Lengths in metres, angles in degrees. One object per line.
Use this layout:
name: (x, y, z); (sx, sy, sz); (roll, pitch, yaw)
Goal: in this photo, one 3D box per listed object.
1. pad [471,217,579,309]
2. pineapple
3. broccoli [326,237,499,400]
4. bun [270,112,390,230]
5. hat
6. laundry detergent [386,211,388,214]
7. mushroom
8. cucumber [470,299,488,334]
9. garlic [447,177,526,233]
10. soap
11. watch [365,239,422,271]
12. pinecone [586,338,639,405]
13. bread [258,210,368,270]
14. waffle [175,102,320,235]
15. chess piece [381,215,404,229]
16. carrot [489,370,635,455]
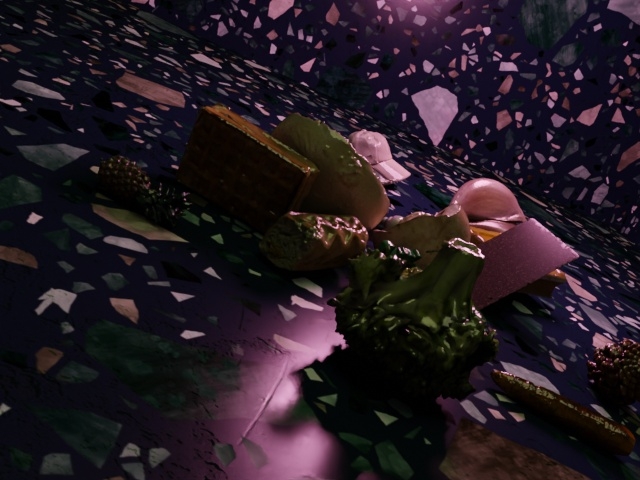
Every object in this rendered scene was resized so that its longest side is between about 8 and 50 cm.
pad: (0.509, 0.061, 1.926); (0.220, 0.330, 0.004); (56, -11, 51)
pineapple: (-0.375, -0.110, 1.469); (0.221, 0.083, 0.103); (33, 21, 9)
broccoli: (0.209, 0.133, 1.303); (0.293, 0.280, 0.348); (36, 22, 27)
bun: (-0.005, -0.143, 1.786); (0.364, 0.202, 0.364); (40, -8, 7)
hat: (0.211, -0.305, 2.594); (0.275, 0.161, 0.232); (32, 24, 5)
laundry detergent: (0.088, -0.130, 2.110); (0.237, 0.076, 0.171); (9, 26, -41)
mushroom: (0.262, 0.020, 1.795); (0.254, 0.188, 0.195); (-13, 3, -10)
cucumber: (0.364, 0.181, 1.713); (0.056, 0.056, 0.250); (21, 18, -14)
garlic: (0.611, -0.076, 2.413); (0.340, 0.231, 0.246); (25, 16, 12)
soap: (0.561, 0.067, 2.116); (0.281, 0.143, 0.259); (13, 21, -34)
watch: (0.176, 0.100, 1.624); (0.165, 0.131, 0.152); (14, 41, -43)
pinecone: (0.729, 0.319, 1.701); (0.174, 0.173, 0.173); (23, 20, -9)
bread: (0.000, 0.000, 1.583); (0.152, 0.129, 0.268); (1, 2, 36)
waffle: (-0.175, -0.160, 1.653); (0.308, 0.212, 0.091); (33, 29, 11)
chess piece: (0.268, -0.014, 2.008); (0.139, 0.139, 0.272); (8, 17, -42)
carrot: (0.494, 0.353, 1.451); (0.314, 0.066, 0.066); (26, 19, 7)
